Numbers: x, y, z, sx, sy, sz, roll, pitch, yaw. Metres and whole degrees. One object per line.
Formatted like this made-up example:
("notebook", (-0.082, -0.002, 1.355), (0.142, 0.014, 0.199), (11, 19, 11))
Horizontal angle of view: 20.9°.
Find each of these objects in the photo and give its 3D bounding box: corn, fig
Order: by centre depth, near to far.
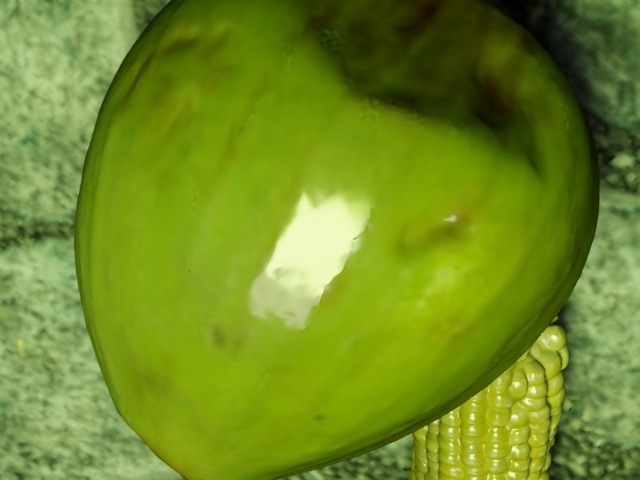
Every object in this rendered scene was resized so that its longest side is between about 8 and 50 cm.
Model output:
("fig", (0.000, 0.000, 0.825), (0.239, 0.239, 0.271), (25, 93, -1))
("corn", (0.090, 0.142, 0.988), (0.087, 0.086, 0.288), (8, 124, 10))
